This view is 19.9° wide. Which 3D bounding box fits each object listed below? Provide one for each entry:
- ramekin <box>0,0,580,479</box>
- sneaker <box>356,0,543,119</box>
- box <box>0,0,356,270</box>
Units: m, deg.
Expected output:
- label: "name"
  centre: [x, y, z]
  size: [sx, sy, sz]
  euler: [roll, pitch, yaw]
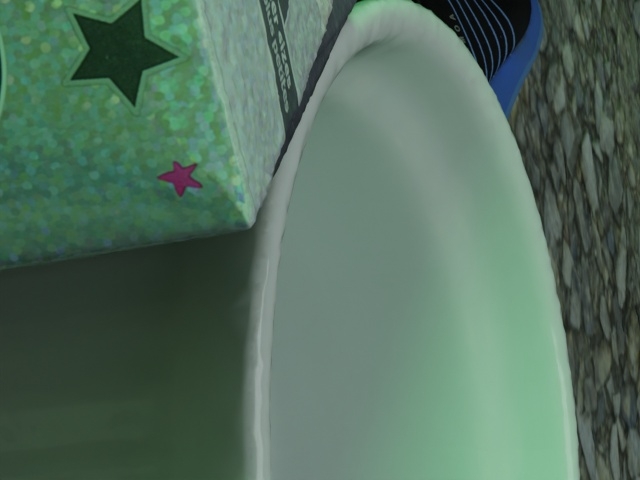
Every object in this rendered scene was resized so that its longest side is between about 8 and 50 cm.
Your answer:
- label: "ramekin"
  centre: [-0.020, 0.073, 0.560]
  size: [0.277, 0.135, 0.277]
  euler: [-7, 90, -68]
- label: "sneaker"
  centre: [0.043, -0.095, 0.826]
  size: [0.090, 0.081, 0.232]
  euler: [58, 27, -27]
- label: "box"
  centre: [-0.090, -0.130, 0.384]
  size: [0.163, 0.142, 0.247]
  euler: [-71, 149, -65]
